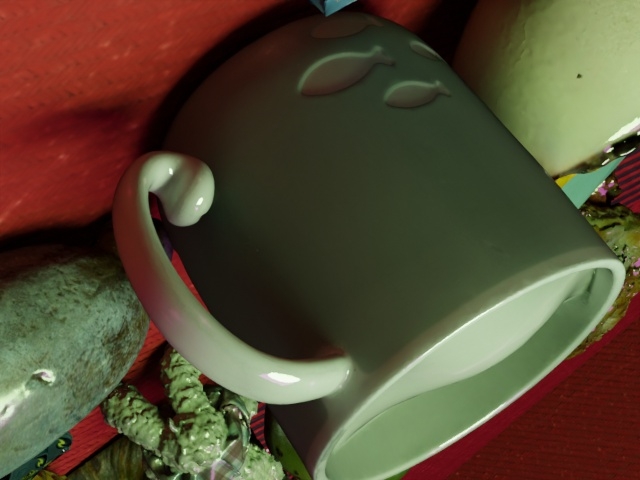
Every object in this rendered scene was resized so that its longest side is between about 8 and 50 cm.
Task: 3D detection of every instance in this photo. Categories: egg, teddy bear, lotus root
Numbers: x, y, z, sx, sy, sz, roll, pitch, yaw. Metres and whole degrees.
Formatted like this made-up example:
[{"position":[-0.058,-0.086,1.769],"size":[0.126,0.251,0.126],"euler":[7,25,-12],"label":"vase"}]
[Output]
[{"position":[0.196,-0.161,1.034],"size":[0.286,0.174,0.264],"euler":[-30,-168,46],"label":"egg"},{"position":[-0.105,0.202,1.223],"size":[0.133,0.213,0.111],"euler":[-41,-159,-2],"label":"teddy bear"},{"position":[-0.219,0.087,0.891],"size":[0.322,0.140,0.158],"euler":[-29,157,-30],"label":"lotus root"}]

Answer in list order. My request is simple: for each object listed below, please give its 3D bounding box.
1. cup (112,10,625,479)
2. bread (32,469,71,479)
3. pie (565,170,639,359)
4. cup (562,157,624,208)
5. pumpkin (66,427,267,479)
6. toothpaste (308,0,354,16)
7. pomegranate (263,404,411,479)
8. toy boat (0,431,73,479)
[{"position":[0.000,0.000,0.876],"size":[0.357,0.274,0.259],"euler":[-4,142,-49],"label":"cup"},{"position":[-0.289,0.259,1.245],"size":[0.066,0.060,0.110],"euler":[-53,161,-5],"label":"bread"},{"position":[0.197,0.073,1.507],"size":[0.418,0.180,0.395],"euler":[-22,156,-21],"label":"pie"},{"position":[0.267,-0.134,1.254],"size":[0.236,0.134,0.148],"euler":[-40,-168,-15],"label":"cup"},{"position":[-0.196,0.316,1.406],"size":[0.317,0.139,0.222],"euler":[-39,157,-1],"label":"pumpkin"},{"position":[0.025,-0.245,0.729],"size":[0.066,0.053,0.272],"euler":[-34,159,-24],"label":"toothpaste"},{"position":[0.016,0.216,1.347],"size":[0.180,0.180,0.209],"euler":[5,107,-61],"label":"pomegranate"},{"position":[-0.300,0.202,1.052],"size":[0.246,0.103,0.093],"euler":[-13,147,-54],"label":"toy boat"}]
